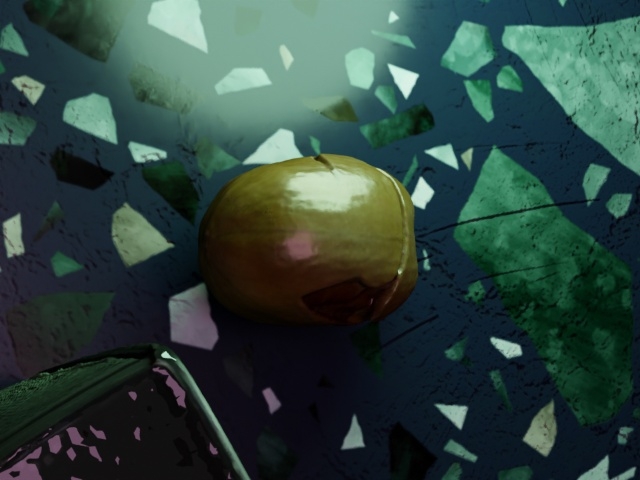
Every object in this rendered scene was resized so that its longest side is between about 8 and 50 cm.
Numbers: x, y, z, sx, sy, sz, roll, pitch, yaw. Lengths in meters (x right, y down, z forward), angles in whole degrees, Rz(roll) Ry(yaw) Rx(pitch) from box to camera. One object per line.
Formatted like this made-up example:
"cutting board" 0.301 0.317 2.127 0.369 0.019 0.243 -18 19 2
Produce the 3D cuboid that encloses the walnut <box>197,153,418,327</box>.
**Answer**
"walnut" 0.000 0.000 1.690 0.298 0.203 0.203 -5 84 -44

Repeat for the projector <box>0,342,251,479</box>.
"projector" -0.198 0.318 1.416 0.242 0.405 0.395 -33 97 -28
